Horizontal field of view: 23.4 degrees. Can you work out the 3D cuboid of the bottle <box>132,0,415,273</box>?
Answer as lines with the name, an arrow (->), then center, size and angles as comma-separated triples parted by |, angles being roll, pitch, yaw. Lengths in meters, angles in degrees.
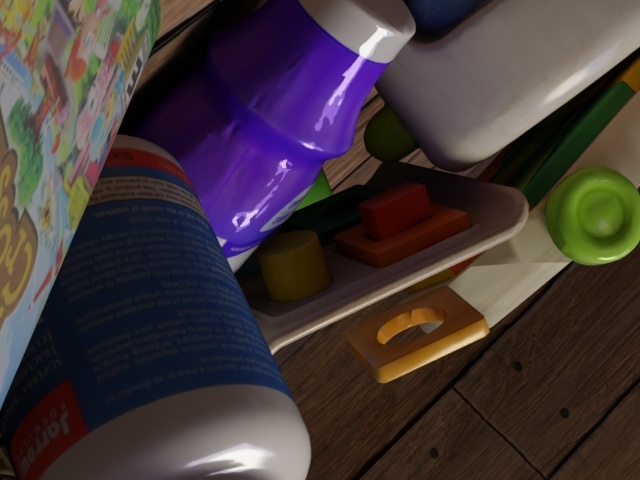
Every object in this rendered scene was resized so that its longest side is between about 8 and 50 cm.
bottle -> -0.062, -0.030, 0.824 | 0.283, 0.092, 0.118 | -48, 179, 24

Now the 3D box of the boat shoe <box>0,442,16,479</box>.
boat shoe -> -0.233, 0.203, 1.239 | 0.302, 0.113, 0.103 | -35, 148, -46

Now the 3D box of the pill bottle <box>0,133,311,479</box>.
pill bottle -> -0.078, 0.071, 0.676 | 0.124, 0.221, 0.124 | -20, 148, -13

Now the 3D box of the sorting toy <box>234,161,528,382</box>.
sorting toy -> 0.000, 0.000, 0.920 | 0.196, 0.047, 0.348 | -29, -159, -20

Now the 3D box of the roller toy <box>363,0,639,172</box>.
roller toy -> 0.111, -0.149, 0.926 | 0.209, 0.146, 0.191 | -37, -179, -25

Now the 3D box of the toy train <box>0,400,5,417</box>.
toy train -> -0.206, 0.078, 0.477 | 0.190, 0.142, 0.334 | -56, 174, -9

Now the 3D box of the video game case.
video game case -> -0.090, -0.038, 0.422 | 0.212, 0.023, 0.193 | 97, 12, -67

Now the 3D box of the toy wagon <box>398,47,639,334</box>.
toy wagon -> 0.190, -0.071, 1.031 | 0.344, 0.068, 0.267 | -48, -175, -15
